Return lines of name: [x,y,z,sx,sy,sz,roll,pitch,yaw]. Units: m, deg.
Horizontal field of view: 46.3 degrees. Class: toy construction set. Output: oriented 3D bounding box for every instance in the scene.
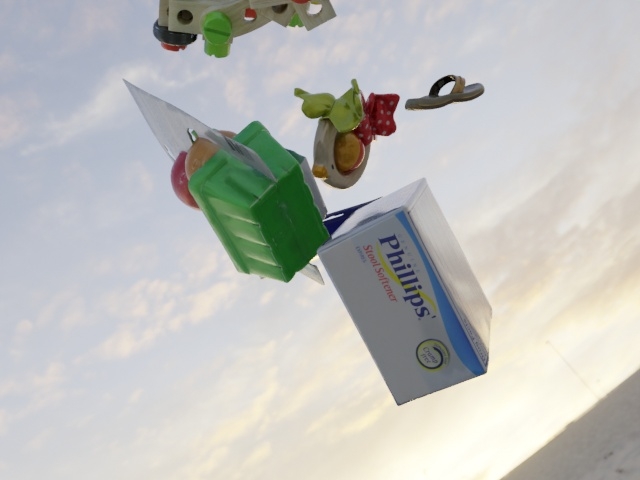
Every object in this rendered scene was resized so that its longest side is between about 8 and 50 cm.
toy construction set: [-0.073,-0.287,0.841,0.215,0.327,0.151,4,-67,-9]

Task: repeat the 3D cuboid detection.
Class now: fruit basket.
fruit basket: [-0.149,-0.099,1.221,0.165,0.353,0.327,-40,-42,-15]

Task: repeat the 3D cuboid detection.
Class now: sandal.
sandal: [0.206,-0.247,1.229,0.180,0.072,0.049,-19,-76,-38]

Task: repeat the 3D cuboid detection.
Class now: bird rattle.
bird rattle: [0.044,-0.199,1.408,0.253,0.143,0.206,8,-85,-66]

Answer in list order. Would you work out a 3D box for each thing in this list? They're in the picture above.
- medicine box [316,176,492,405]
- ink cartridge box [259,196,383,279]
medicine box: [0.145,0.066,1.171,0.149,0.263,0.289,-26,6,19]
ink cartridge box: [0.000,0.000,1.468,0.223,0.045,0.224,-18,-11,-23]
